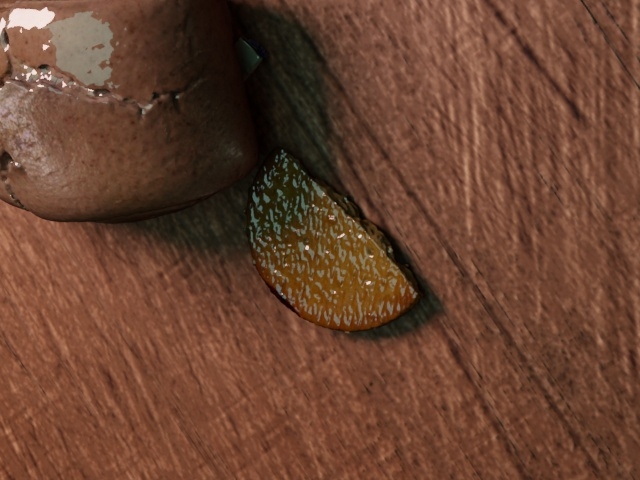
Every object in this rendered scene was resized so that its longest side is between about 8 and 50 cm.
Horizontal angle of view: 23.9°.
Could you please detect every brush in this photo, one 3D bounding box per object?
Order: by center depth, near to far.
[{"bbox_3d":[-0.113,-0.136,1.486,0.033,0.030,0.178,46,124,1],"label":"brush"}]

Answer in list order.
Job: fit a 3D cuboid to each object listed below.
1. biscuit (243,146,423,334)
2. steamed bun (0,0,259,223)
[{"bbox_3d":[-0.002,0.013,1.467,0.206,0.025,0.126,47,113,9],"label":"biscuit"},{"bbox_3d":[-0.226,-0.135,1.422,0.301,0.199,0.251,1,102,33],"label":"steamed bun"}]
